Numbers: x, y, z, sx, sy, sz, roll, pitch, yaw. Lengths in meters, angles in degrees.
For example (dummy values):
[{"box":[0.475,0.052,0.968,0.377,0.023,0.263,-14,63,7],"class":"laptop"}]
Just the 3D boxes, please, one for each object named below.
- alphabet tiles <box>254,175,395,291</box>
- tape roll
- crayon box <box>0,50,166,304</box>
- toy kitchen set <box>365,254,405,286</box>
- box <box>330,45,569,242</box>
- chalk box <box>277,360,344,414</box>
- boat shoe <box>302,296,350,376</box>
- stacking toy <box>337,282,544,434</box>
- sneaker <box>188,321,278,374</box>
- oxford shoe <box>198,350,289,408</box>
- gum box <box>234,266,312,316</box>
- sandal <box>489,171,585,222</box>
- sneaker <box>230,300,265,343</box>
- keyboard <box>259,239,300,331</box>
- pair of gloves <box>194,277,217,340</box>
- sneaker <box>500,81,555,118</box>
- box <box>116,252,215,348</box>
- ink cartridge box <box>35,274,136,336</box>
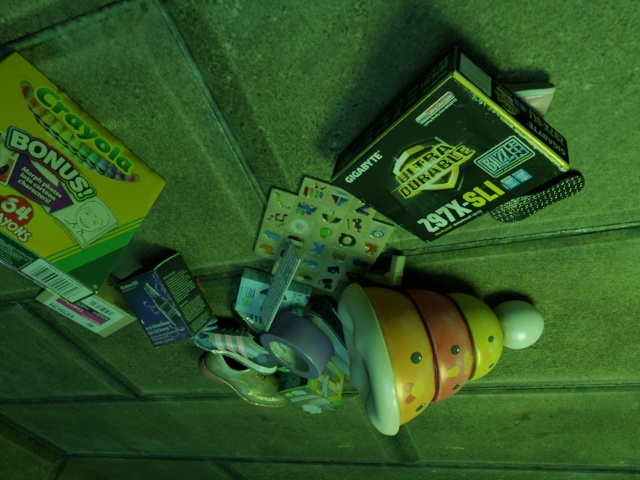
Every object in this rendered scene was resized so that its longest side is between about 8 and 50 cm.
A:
[{"box":[0.000,0.000,1.086,0.285,0.011,0.342,17,136,-6],"class":"alphabet tiles"},{"box":[-0.063,0.282,1.232,0.189,0.080,0.189,25,145,19],"class":"tape roll"},{"box":[-0.513,-0.113,0.854,0.106,0.313,0.363,-21,128,33],"class":"crayon box"},{"box":[0.166,0.065,1.109,0.083,0.075,0.068,15,-170,42],"class":"toy kitchen set"},{"box":[0.212,-0.139,0.814,0.257,0.079,0.322,29,144,-20],"class":"box"},{"box":[-0.043,0.438,1.460,0.133,0.132,0.213,-23,126,32],"class":"chalk box"},{"box":[0.062,0.283,1.295,0.113,0.105,0.306,0,133,54],"class":"boat shoe"},{"box":[0.304,0.227,1.095,0.481,0.350,0.350,-13,135,-6],"class":"stacking toy"},{"box":[-0.254,0.279,1.380,0.319,0.112,0.131,24,109,-9],"class":"sneaker"},{"box":[-0.226,0.450,1.517,0.348,0.123,0.130,31,128,-21],"class":"oxford shoe"},{"box":[-0.130,0.156,1.249,0.185,0.041,0.156,16,137,-4],"class":"gum box"},{"box":[0.416,-0.087,0.897,0.179,0.040,0.067,-23,134,13],"class":"sandal"},{"box":[-0.187,0.225,1.327,0.161,0.075,0.057,44,147,5],"class":"sneaker"},{"box":[-0.104,0.117,1.134,0.014,0.072,0.256,7,128,-26],"class":"keyboard"},{"box":[-0.380,0.198,1.297,0.159,0.023,0.198,-17,100,19],"class":"pair of gloves"},{"box":[0.311,-0.222,0.762,0.135,0.051,0.070,0,130,6],"class":"sneaker"},{"box":[-0.403,0.158,1.208,0.153,0.108,0.207,-21,103,28],"class":"box"},{"box":[-0.665,0.168,1.339,0.193,0.088,0.235,-29,124,33],"class":"ink cartridge box"}]
